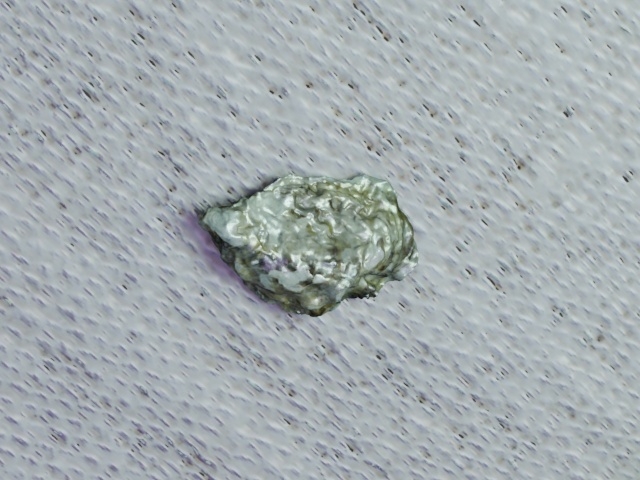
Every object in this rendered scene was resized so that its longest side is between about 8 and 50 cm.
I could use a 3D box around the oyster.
[{"bbox_3d":[0.000,-0.001,0.841,0.100,0.037,0.098,-33,109,-3],"label":"oyster"}]
